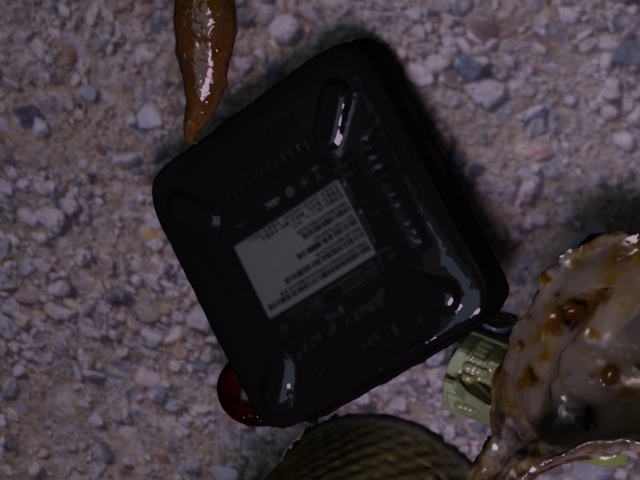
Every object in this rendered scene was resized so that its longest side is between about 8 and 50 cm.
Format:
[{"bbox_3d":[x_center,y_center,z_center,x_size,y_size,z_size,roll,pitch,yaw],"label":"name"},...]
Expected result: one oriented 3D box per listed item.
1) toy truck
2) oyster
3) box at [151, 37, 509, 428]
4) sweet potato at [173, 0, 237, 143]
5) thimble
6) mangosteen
[{"bbox_3d":[0.196,0.139,1.624,0.191,0.116,0.085,17,120,20],"label":"toy truck"},{"bbox_3d":[0.268,0.093,1.519,0.396,0.111,0.204,-19,73,3],"label":"oyster"},{"bbox_3d":[0.000,0.000,1.659,0.290,0.073,0.289,-32,80,33],"label":"box"},{"bbox_3d":[-0.106,-0.187,1.663,0.068,0.060,0.206,25,114,58],"label":"sweet potato"},{"bbox_3d":[0.041,0.317,1.762,0.271,0.150,0.271,11,117,22],"label":"thimble"},{"bbox_3d":[-0.061,0.142,1.784,0.081,0.081,0.081,11,117,22],"label":"mangosteen"}]
